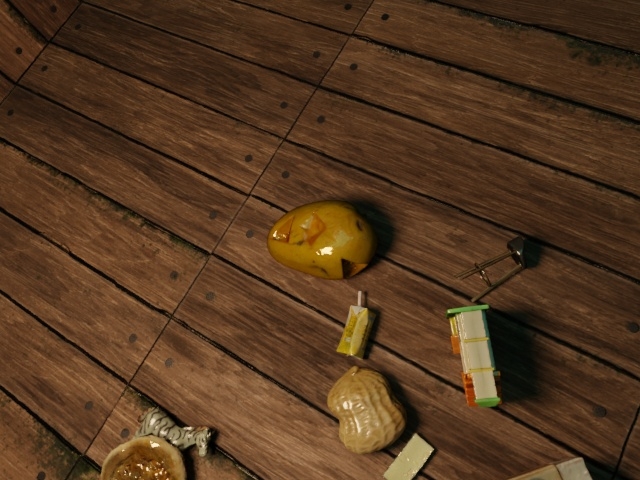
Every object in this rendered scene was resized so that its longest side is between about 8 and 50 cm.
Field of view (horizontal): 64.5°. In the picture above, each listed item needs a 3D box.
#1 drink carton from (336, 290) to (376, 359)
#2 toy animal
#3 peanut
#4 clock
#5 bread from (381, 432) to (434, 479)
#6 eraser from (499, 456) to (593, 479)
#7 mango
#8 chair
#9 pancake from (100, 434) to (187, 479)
[{"bbox_3d":[0.117,0.250,1.521,0.075,0.084,0.199,6,70,40],"label":"drink carton"},{"bbox_3d":[-0.450,0.610,1.518,0.255,0.090,0.169,15,80,10],"label":"toy animal"},{"bbox_3d":[0.124,0.467,1.419,0.197,0.110,0.233,-28,67,2],"label":"peanut"},{"bbox_3d":[0.410,0.311,1.358,0.106,0.220,0.255,-9,75,11],"label":"clock"},{"bbox_3d":[0.239,0.604,1.382,0.068,0.028,0.153,36,80,23],"label":"bread"},{"bbox_3d":[0.483,0.624,1.252,0.344,0.144,0.078,-22,64,5],"label":"eraser"},{"bbox_3d":[0.000,0.000,1.604,0.365,0.182,0.252,-3,71,24],"label":"mango"},{"bbox_3d":[0.513,0.084,1.489,0.222,0.104,0.095,-33,91,4],"label":"chair"},{"bbox_3d":[-0.504,0.699,1.461,0.283,0.049,0.282,0,93,9],"label":"pancake"}]
